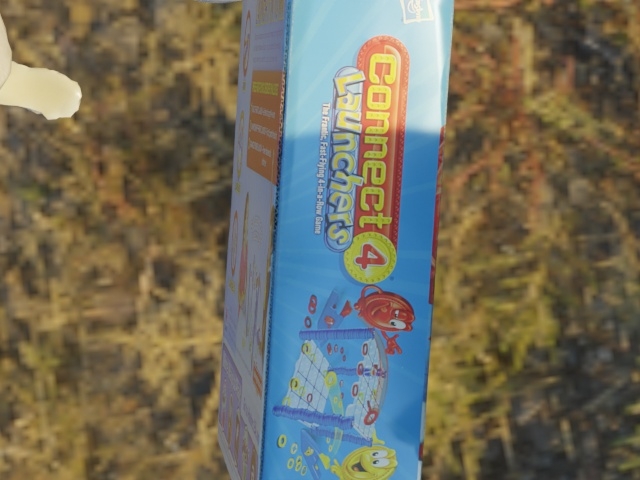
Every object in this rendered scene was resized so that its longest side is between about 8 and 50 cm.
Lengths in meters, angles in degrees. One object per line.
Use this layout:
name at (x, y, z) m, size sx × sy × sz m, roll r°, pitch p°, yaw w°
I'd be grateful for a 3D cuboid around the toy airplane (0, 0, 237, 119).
toy airplane at (-0.113, -0.155, 0.677) m, size 0.386 × 0.272 × 0.384 m, roll 0°, pitch 68°, yaw 64°

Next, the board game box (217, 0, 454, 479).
board game box at (0.000, 0.000, 1.119) m, size 0.308 × 0.086 × 0.301 m, roll -140°, pitch 54°, yaw -81°
